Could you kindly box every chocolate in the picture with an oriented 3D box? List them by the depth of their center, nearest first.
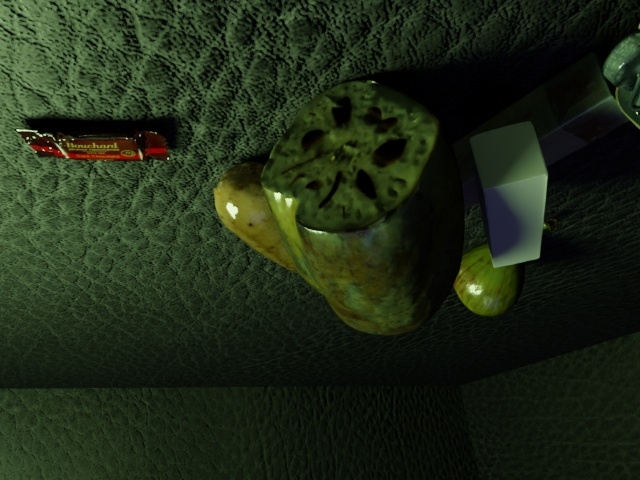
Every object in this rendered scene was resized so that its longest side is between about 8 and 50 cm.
[{"bbox_3d":[-0.291,-0.127,0.703,0.182,0.028,0.086,-3,162,-6],"label":"chocolate"}]

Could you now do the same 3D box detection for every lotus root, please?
[{"bbox_3d":[0.075,-0.011,0.724,0.250,0.251,0.346,-9,144,7],"label":"lotus root"}]

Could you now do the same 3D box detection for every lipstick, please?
[{"bbox_3d":[0.252,-0.121,0.788,0.079,0.076,0.371,12,149,-37],"label":"lipstick"}]

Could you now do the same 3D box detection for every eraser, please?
[{"bbox_3d":[0.268,-0.048,0.761,0.076,0.078,0.298,-14,155,15],"label":"eraser"}]

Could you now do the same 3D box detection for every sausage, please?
[{"bbox_3d":[-0.002,0.002,0.943,0.136,0.123,0.500,-45,143,13],"label":"sausage"}]

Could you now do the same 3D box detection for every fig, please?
[{"bbox_3d":[0.378,0.037,1.130,0.151,0.151,0.259,3,129,-19],"label":"fig"}]

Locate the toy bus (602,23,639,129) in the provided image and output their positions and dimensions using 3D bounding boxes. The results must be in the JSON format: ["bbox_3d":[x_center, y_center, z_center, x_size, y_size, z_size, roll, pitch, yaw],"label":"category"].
[{"bbox_3d":[0.403,-0.220,0.448,0.201,0.177,0.365,-28,151,-4],"label":"toy bus"}]
